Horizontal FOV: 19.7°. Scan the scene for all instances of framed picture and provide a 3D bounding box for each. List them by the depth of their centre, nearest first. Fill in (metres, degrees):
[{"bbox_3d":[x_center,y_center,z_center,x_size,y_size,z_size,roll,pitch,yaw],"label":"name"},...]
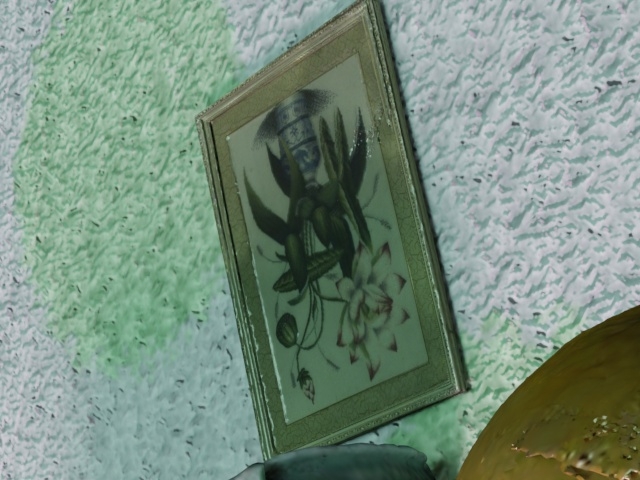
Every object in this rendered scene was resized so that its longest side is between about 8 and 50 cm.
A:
[{"bbox_3d":[0.000,0.000,1.042,0.173,0.010,0.231,-31,65,44],"label":"framed picture"}]

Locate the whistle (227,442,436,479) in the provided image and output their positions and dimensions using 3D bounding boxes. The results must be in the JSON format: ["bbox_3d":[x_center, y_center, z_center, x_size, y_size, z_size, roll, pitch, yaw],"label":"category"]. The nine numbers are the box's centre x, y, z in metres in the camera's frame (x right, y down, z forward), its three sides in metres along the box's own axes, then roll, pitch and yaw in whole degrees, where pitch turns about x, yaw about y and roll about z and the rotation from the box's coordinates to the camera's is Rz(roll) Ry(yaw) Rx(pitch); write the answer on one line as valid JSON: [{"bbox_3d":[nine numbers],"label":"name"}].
[{"bbox_3d":[-0.096,0.235,1.025,0.188,0.168,0.405,46,117,39],"label":"whistle"}]

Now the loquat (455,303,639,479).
[{"bbox_3d":[0.170,0.121,0.647,0.263,0.263,0.263,-4,85,49],"label":"loquat"}]
